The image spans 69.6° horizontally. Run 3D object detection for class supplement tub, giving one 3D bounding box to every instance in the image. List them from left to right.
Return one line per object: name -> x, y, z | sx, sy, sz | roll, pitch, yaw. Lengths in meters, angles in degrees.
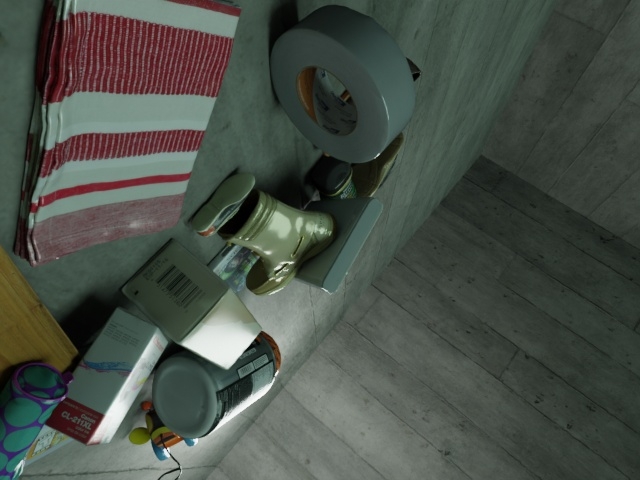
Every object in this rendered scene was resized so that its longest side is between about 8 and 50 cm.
supplement tub -> -0.237, 0.331, 1.133 | 0.193, 0.194, 0.316 | -58, 163, 16

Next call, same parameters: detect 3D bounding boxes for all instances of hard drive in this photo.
hard drive -> 0.000, 0.000, 1.012 | 0.203, 0.040, 0.308 | -60, -158, -10

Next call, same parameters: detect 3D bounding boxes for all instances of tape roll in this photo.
tape roll -> 0.029, -0.224, 0.684 | 0.072, 0.219, 0.219 | -47, 162, -25

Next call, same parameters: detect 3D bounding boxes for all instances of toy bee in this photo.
toy bee -> -0.366, 0.445, 1.129 | 0.195, 0.162, 0.298 | -24, -178, -29

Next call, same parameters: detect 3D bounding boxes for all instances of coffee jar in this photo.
coffee jar -> 0.036, -0.135, 1.118 | 0.096, 0.079, 0.184 | -52, 163, -6

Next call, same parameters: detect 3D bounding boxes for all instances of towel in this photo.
towel -> -0.217, -0.128, 0.544 | 0.237, 0.037, 0.328 | -27, 150, -56

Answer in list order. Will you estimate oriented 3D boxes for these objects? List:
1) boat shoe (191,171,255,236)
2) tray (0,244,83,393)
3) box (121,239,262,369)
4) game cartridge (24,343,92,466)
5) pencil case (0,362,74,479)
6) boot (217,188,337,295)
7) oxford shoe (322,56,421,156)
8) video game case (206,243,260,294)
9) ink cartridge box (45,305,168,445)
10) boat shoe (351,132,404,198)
boat shoe -> -0.163, -0.061, 0.794 | 0.137, 0.049, 0.043 | -47, 160, -7
tray -> -0.396, 0.097, 0.457 | 0.203, 0.076, 0.410 | -42, 161, -32
box -> -0.223, 0.137, 0.871 | 0.121, 0.148, 0.311 | -49, 164, -16
game cartridge -> -0.419, 0.266, 0.771 | 0.198, 0.062, 0.297 | -55, 163, 21
pencil case -> -0.365, 0.223, 0.554 | 0.151, 0.064, 0.070 | -56, 147, 10
boot -> -0.121, 0.012, 0.905 | 0.204, 0.095, 0.262 | 18, 135, -41
oxford shoe -> 0.105, -0.280, 0.974 | 0.271, 0.098, 0.097 | -54, 163, 2
video game case -> -0.165, 0.035, 1.027 | 0.173, 0.022, 0.190 | -49, 163, -13
ink cartridge box -> -0.309, 0.202, 0.684 | 0.175, 0.072, 0.127 | -64, 180, -24
boat shoe -> 0.135, -0.177, 1.262 | 0.285, 0.103, 0.092 | -57, 159, -8
